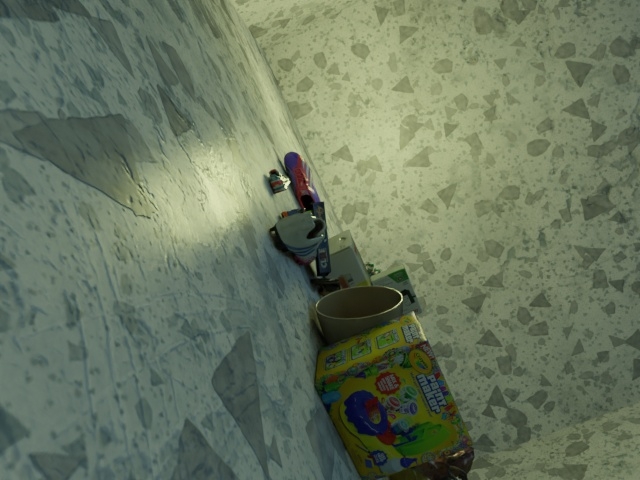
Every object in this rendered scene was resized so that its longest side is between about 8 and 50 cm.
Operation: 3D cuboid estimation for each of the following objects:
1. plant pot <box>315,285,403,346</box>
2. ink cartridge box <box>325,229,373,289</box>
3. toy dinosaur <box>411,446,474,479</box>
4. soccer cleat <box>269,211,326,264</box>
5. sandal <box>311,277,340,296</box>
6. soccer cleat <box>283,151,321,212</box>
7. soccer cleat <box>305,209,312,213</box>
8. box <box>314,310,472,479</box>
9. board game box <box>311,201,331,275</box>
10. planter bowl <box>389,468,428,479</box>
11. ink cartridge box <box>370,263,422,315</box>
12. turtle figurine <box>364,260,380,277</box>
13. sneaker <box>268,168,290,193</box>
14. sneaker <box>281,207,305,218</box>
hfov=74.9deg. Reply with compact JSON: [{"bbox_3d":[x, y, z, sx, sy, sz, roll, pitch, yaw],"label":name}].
[{"bbox_3d":[0.128,0.306,1.236,0.256,0.256,0.275,-76,159,-77],"label":"plant pot"},{"bbox_3d":[0.133,0.180,1.799,0.279,0.160,0.385,-85,151,-75],"label":"ink cartridge box"},{"bbox_3d":[0.386,0.655,1.235,0.127,0.295,0.201,41,-47,38],"label":"toy dinosaur"},{"bbox_3d":[-0.036,-0.004,1.277,0.331,0.143,0.116,38,29,-75],"label":"soccer cleat"},{"bbox_3d":[0.025,0.172,1.471,0.219,0.089,0.060,65,26,-70],"label":"sandal"},{"bbox_3d":[-0.079,-0.251,1.886,0.116,0.108,0.319,-56,124,-76],"label":"soccer cleat"},{"bbox_3d":[-0.026,-0.049,1.737,0.060,0.072,0.179,50,18,-64],"label":"soccer cleat"},{"bbox_3d":[0.173,0.380,1.037,0.177,0.278,0.290,-79,143,-77],"label":"box"},{"bbox_3d":[0.000,0.000,1.490,0.165,0.042,0.244,110,-26,-79],"label":"board game box"},{"bbox_3d":[0.265,0.722,1.330,0.217,0.090,0.217,61,11,-20],"label":"planter bowl"},{"bbox_3d":[0.319,0.227,1.756,0.087,0.152,0.209,-67,133,-80],"label":"ink cartridge box"},{"bbox_3d":[0.190,0.152,2.045,0.234,0.175,0.118,21,84,-53],"label":"turtle figurine"},{"bbox_3d":[-0.149,-0.224,1.485,0.161,0.057,0.076,-88,159,-66],"label":"sneaker"},{"bbox_3d":[-0.058,-0.042,1.440,0.221,0.087,0.083,54,15,-65],"label":"sneaker"}]
